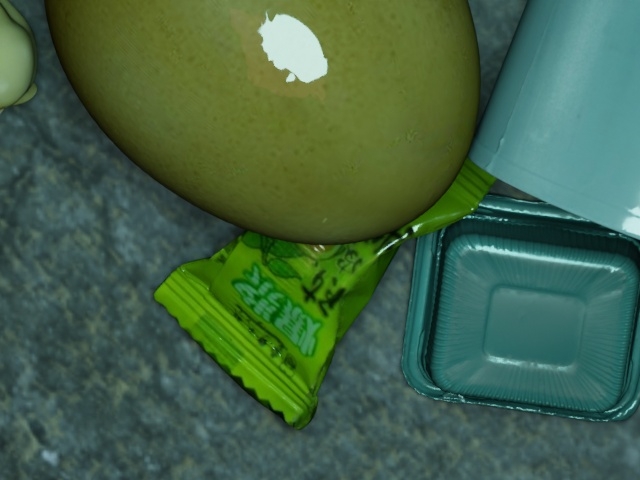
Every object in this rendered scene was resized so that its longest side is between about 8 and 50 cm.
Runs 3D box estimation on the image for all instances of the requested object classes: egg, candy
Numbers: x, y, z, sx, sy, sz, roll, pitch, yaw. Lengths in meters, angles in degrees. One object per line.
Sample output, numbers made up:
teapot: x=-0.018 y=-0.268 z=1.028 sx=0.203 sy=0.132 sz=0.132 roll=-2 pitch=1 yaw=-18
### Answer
egg: x=-0.035 y=-0.139 z=1.277 sx=0.250 sy=0.250 sz=0.322 roll=-43 pitch=71 yaw=11
candy: x=0.000 y=0.000 z=1.394 sx=0.149 sy=0.069 sz=0.246 roll=43 pitch=101 yaw=15

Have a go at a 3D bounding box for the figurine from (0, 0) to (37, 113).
figurine: x=-0.280 y=-0.094 z=1.396 sx=0.114 sy=0.108 sz=0.196 roll=36 pitch=107 yaw=1

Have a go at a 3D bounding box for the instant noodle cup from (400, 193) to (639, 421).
instant noodle cup: x=0.151 y=0.053 z=1.404 sx=0.179 sy=0.070 sz=0.157 roll=7 pitch=103 yaw=2

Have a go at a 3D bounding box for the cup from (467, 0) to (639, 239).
cup: x=0.298 y=-0.144 z=1.260 sx=0.331 sy=0.257 sz=0.311 roll=19 pitch=100 yaw=2
